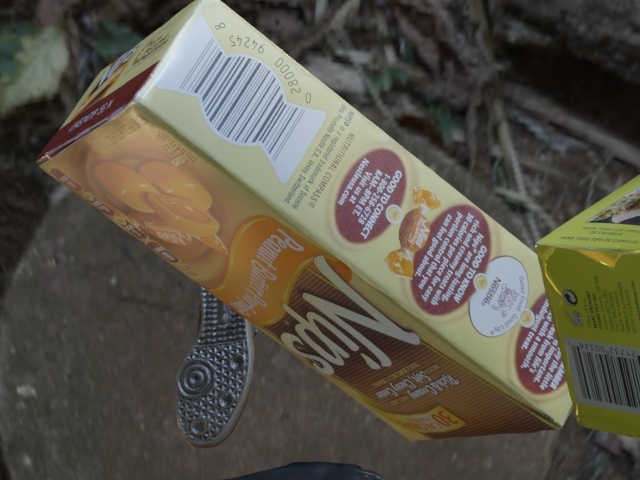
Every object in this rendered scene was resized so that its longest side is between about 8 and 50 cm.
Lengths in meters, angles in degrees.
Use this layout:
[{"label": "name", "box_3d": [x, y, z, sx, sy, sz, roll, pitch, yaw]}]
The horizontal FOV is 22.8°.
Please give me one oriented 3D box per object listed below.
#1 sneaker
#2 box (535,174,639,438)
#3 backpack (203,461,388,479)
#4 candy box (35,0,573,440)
[{"label": "sneaker", "box_3d": [-0.077, 0.094, 1.367, 0.066, 0.071, 0.188, 1, 66, 17]}, {"label": "box", "box_3d": [0.190, -0.007, 0.663, 0.232, 0.087, 0.058, -31, 23, -36]}, {"label": "backpack", "box_3d": [-0.026, 0.155, 0.396, 0.152, 0.115, 0.182, -11, 108, -15]}, {"label": "candy box", "box_3d": [0.000, 0.000, 0.964, 0.316, 0.183, 0.087, 38, 68, -16]}]
